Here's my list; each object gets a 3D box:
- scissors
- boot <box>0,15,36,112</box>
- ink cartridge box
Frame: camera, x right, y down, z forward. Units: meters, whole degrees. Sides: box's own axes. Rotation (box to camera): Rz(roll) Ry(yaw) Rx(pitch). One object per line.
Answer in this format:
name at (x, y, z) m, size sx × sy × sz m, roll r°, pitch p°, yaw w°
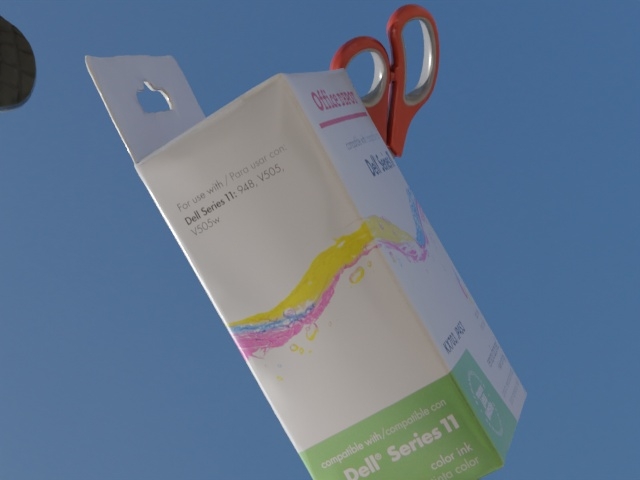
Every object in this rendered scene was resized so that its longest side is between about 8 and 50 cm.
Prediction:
scissors at (0.065, -0.071, 1.332) m, size 0.109 × 0.021 × 0.297 m, roll -26°, pitch -48°, yaw -23°
boot at (-0.330, -0.133, 1.183) m, size 0.246 × 0.161 × 0.083 m, roll 10°, pitch -105°, yaw 5°
ink cartridge box at (0.000, 0.000, 1.013) m, size 0.119 × 0.207 × 0.353 m, roll -30°, pitch -89°, yaw 14°
